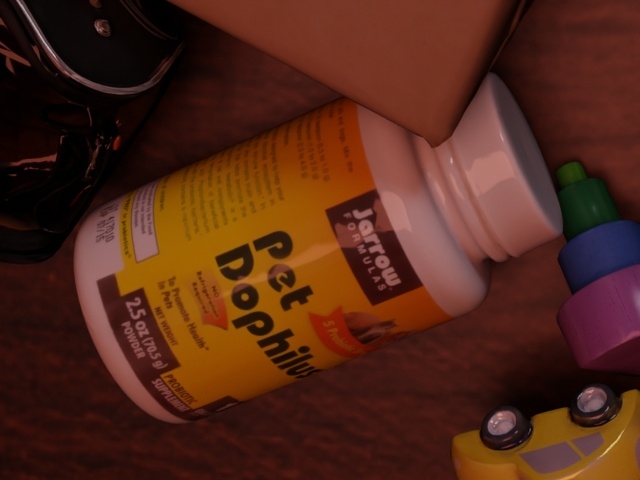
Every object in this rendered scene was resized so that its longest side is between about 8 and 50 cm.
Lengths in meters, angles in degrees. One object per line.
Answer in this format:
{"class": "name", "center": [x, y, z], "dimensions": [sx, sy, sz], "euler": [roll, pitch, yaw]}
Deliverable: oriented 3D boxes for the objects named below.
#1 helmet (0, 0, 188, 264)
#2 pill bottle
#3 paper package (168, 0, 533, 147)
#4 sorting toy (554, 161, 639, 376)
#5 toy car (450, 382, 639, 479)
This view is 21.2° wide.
{"class": "helmet", "center": [-0.161, -0.086, 0.802], "dimensions": [0.161, 0.169, 0.169], "euler": [33, 106, -4]}
{"class": "pill bottle", "center": [0.000, 0.000, 0.809], "dimensions": [0.215, 0.117, 0.117], "euler": [-23, 95, 16]}
{"class": "paper package", "center": [-0.011, -0.251, 0.690], "dimensions": [0.325, 0.168, 0.309], "euler": [29, 129, 5]}
{"class": "sorting toy", "center": [0.256, -0.069, 0.762], "dimensions": [0.365, 0.127, 0.126], "euler": [-29, 64, 19]}
{"class": "toy car", "center": [0.205, 0.094, 0.762], "dimensions": [0.225, 0.053, 0.239], "euler": [27, 128, -22]}
